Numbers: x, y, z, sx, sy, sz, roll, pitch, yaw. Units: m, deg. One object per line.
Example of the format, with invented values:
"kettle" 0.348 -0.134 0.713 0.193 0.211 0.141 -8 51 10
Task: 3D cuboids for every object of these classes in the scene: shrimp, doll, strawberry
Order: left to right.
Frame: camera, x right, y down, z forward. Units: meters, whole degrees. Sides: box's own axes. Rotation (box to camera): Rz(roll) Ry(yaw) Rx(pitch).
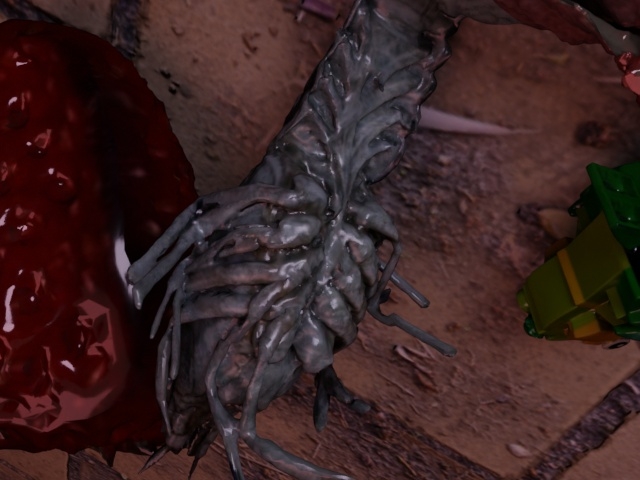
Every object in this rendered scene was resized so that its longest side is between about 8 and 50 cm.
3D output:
"strawberry" -0.219 -0.003 0.662 0.318 0.295 0.344 6 96 35
"shrimp" -0.003 0.001 0.497 0.222 0.410 0.166 19 -174 -33
"doll" 0.195 0.013 0.489 0.135 0.106 0.186 -8 154 -12

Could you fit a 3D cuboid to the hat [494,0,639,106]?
"hat" 0.160 -0.169 0.349 0.237 0.107 0.286 -15 125 18
